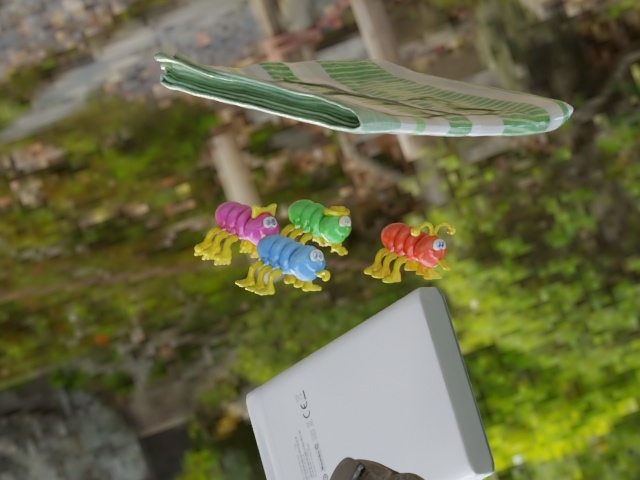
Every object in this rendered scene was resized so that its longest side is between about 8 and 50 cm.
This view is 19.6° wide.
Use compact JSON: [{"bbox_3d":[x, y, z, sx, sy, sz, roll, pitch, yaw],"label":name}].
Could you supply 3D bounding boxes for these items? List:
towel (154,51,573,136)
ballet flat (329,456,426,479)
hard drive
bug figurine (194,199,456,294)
[{"bbox_3d":[0.045,-0.130,1.653,0.248,0.038,0.324,17,-167,38],"label":"towel"},{"bbox_3d":[0.073,0.256,1.728,0.058,0.084,0.250,26,175,-20],"label":"ballet flat"},{"bbox_3d":[0.052,0.232,2.264,0.047,0.233,0.353,1,155,-40],"label":"hard drive"},{"bbox_3d":[0.000,0.000,1.978,0.216,0.072,0.279,19,-163,41],"label":"bug figurine"}]
